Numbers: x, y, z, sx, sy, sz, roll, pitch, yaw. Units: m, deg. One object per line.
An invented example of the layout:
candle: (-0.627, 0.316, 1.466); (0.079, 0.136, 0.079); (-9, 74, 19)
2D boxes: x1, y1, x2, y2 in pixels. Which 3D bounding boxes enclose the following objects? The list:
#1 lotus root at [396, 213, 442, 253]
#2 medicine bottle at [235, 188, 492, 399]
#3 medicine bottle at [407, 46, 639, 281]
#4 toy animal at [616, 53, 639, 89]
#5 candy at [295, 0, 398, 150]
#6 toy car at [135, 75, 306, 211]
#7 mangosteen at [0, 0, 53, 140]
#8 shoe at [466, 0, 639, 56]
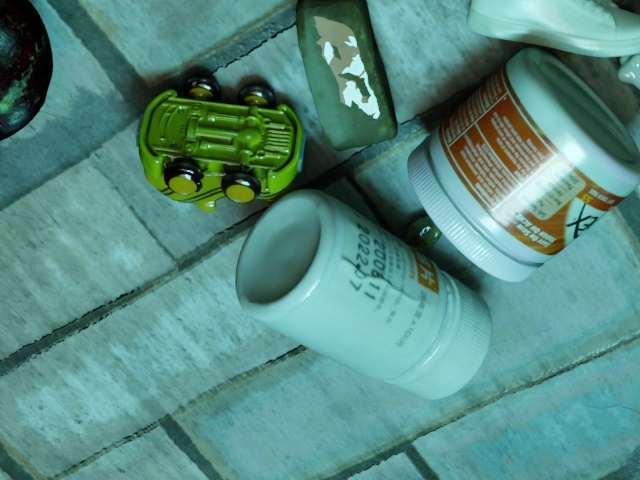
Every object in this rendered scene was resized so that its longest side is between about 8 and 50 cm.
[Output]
lotus root: (0.157, -0.010, 1.915); (0.054, 0.049, 0.099); (29, 121, -33)
medicine bottle: (0.071, 0.089, 1.828); (0.211, 0.211, 0.371); (-40, 131, 25)
medicine bottle: (0.290, -0.108, 1.728); (0.252, 0.252, 0.241); (40, 117, -15)
toy animal: (0.588, -0.141, 1.734); (0.181, 0.180, 0.363); (-34, 68, 2)
candy: (0.037, -0.248, 1.768); (0.104, 0.102, 0.234); (-11, 118, 14)
toy car: (-0.147, -0.126, 1.823); (0.247, 0.200, 0.142); (10, 143, 2)
mangosteen: (-0.521, -0.247, 1.736); (0.288, 0.288, 0.288); (3, 119, 5)
shoe: (0.337, -0.326, 1.692); (0.264, 0.095, 0.110); (7, 119, 6)
